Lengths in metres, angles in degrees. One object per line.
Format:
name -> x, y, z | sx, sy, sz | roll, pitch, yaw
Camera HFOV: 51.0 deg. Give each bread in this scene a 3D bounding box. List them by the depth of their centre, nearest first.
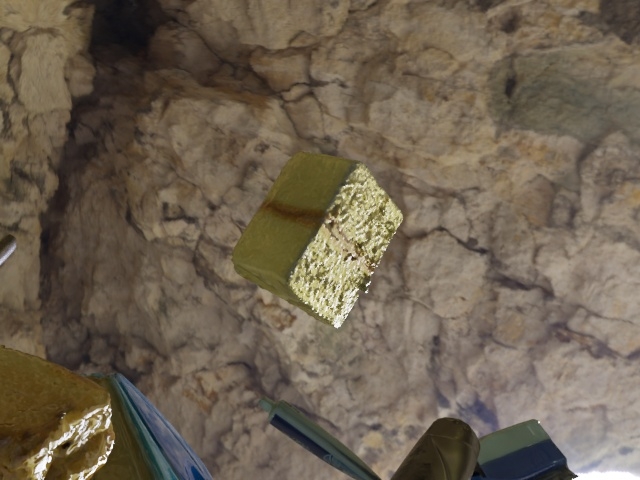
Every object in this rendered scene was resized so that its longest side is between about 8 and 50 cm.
bread -> -0.251, 0.114, 0.454 | 0.211, 0.114, 0.083 | 17, -78, 14
bread -> 0.000, 0.000, 1.241 | 0.236, 0.198, 0.263 | 39, -102, -44

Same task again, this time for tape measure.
tape measure -> 0.315, 0.471, 1.297 | 0.259, 0.138, 0.262 | -2, -38, -37

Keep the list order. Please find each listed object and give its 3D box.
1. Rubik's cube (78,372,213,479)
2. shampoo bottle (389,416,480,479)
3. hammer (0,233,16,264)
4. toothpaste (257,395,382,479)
Rubik's cube -> -0.281, 0.424, 0.818 | 0.347, 0.352, 0.352 | -34, -41, -10
shampoo bottle -> 0.153, 0.392, 1.027 | 0.350, 0.125, 0.084 | -35, -76, -54
hammer -> -0.471, 0.102, 0.812 | 0.043, 0.365, 0.111 | 26, -57, -6
toothpaste -> 0.002, 0.356, 1.176 | 0.268, 0.047, 0.069 | 32, -51, 11
